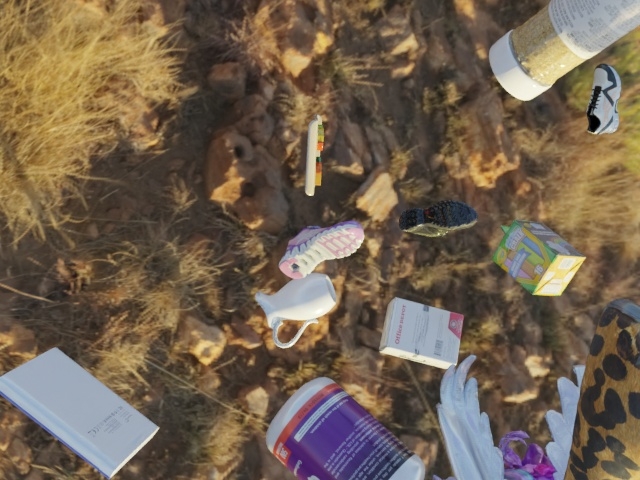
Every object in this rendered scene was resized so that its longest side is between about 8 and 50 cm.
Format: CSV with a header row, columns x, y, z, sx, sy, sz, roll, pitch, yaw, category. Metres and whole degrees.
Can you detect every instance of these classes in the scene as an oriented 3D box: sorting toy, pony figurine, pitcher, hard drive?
x,y,z,sx,sy,sz,roll,pitch,yaw,category
-0.011,-0.228,1.811,0.038,0.208,0.192,4,105,2,sorting toy
0.253,0.341,0.838,0.303,0.363,0.350,2,58,-25,pony figurine
-0.057,0.193,1.924,0.125,0.207,0.177,1,69,-78,pitcher
-0.543,0.382,1.560,0.319,0.040,0.210,36,16,5,hard drive

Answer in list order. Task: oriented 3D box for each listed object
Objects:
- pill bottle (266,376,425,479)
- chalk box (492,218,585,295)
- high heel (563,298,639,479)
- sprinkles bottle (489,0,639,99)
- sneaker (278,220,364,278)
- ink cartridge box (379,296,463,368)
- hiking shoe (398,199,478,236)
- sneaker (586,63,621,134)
x,y,z,sx,sy,sz,roll,pitch,yaw,category
0.064,0.418,1.283,0.181,0.323,0.181,-41,155,-24,pill bottle
0.558,0.032,1.826,0.132,0.213,0.132,4,120,-37,chalk box
0.171,0.145,0.463,0.093,0.261,0.186,-19,81,-29,high heel
0.441,-0.367,1.107,0.121,0.355,0.121,18,57,-31,sprinkles bottle
0.000,0.000,1.684,0.095,0.236,0.104,44,33,-32,sneaker
0.298,0.277,2.049,0.218,0.092,0.158,16,68,-6,ink cartridge box
0.339,-0.058,1.920,0.114,0.227,0.086,21,71,-53,hiking shoe
0.425,-0.211,1.042,0.044,0.040,0.109,-17,109,-19,sneaker
